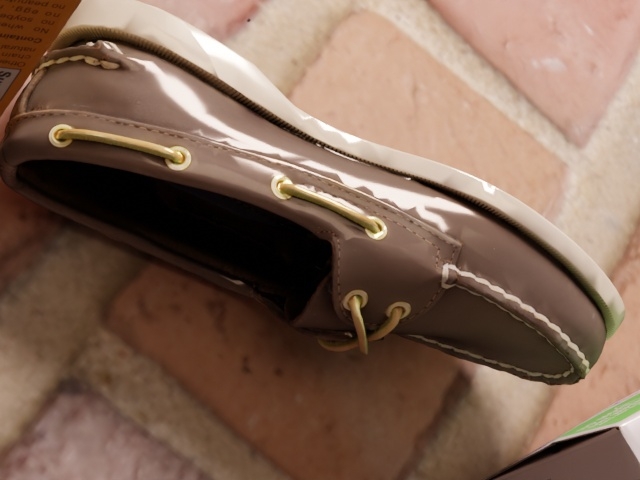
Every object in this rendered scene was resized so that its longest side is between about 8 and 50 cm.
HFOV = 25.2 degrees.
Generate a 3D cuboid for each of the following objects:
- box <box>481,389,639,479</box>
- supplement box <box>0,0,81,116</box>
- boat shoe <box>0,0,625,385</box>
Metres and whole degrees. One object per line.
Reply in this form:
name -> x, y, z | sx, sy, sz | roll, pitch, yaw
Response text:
box -> 0.255, 0.169, 0.772 | 0.262, 0.127, 0.231 | -20, 80, -36
supplement box -> -0.150, -0.116, 0.595 | 0.080, 0.233, 0.078 | 5, 64, -34
boat shoe -> 0.000, 0.000, 0.709 | 0.324, 0.116, 0.096 | 29, 59, -12
